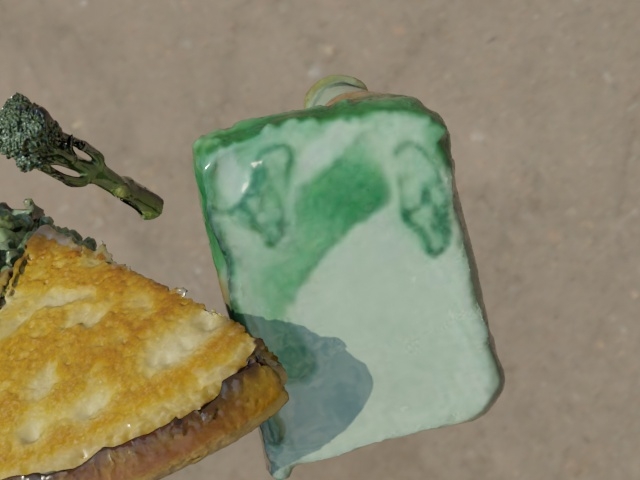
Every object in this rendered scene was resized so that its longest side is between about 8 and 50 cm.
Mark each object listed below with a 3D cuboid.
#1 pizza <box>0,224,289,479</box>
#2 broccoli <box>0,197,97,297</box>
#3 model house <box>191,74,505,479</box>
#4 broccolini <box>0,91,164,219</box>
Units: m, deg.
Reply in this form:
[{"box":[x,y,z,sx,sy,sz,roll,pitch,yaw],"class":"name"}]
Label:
[{"box":[-0.193,0.110,1.224,0.287,0.251,0.074,27,142,43],"class":"pizza"},{"box":[-0.300,0.087,1.448,0.334,0.272,0.324,60,177,39],"class":"broccoli"},{"box":[0.000,0.000,1.395,0.325,0.194,0.267,-129,25,-75],"class":"model house"},{"box":[-0.118,-0.038,0.842,0.035,0.030,0.140,43,-175,24],"class":"broccolini"}]
